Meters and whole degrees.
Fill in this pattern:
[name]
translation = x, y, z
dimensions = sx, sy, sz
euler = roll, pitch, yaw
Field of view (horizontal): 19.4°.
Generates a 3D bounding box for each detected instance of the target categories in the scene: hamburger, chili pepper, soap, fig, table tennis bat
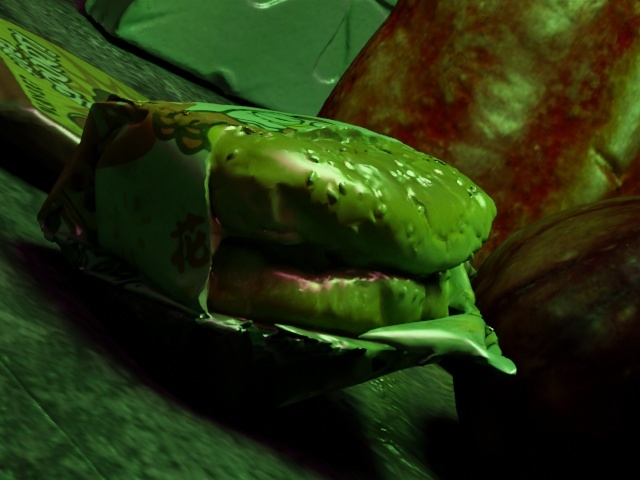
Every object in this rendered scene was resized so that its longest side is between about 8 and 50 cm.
[hamburger]
translation = 0.002, 0.002, 0.916
dimensions = 0.214, 0.125, 0.235
euler = -3, 18, -38
[chili pepper]
translation = 0.150, -0.110, 1.448
dimensions = 0.251, 0.305, 0.229
euler = 34, 9, 30
[soap]
translation = -0.024, -0.261, 1.709
dimensions = 0.296, 0.285, 0.107
euler = 22, 13, -33
[fig]
translation = 0.190, 0.043, 0.990
dimensions = 0.186, 0.249, 0.204
euler = 51, 13, 8
[table tennis bat]
translation = -0.180, -0.090, 1.145
dimensions = 0.414, 0.051, 0.268
euler = 28, 11, -28

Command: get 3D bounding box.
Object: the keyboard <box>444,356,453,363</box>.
[keyboard]
translation = 0.086, 0.061, 1.224
dimensions = 0.230, 0.025, 0.093
euler = 38, 11, 34
